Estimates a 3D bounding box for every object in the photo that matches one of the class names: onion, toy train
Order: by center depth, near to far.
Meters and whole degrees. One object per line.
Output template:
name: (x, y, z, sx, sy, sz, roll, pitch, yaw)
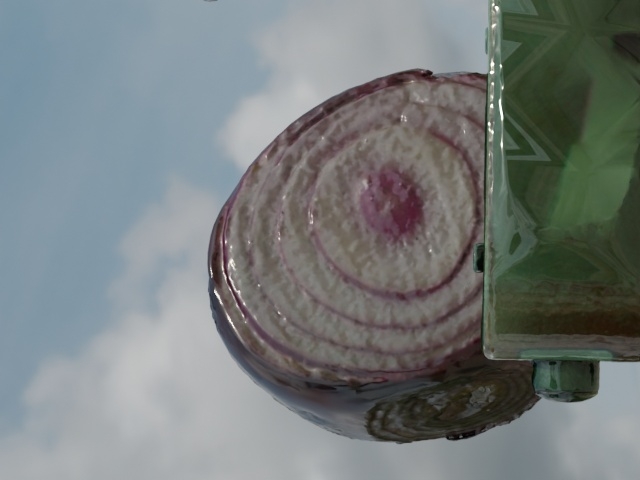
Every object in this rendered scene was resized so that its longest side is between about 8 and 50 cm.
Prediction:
toy train: (0.166, -0.057, 1.311, 0.159, 0.129, 0.326, 34, -122, -83)
onion: (0.091, 0.032, 1.628, 0.282, 0.336, 0.260, 63, -173, 29)
